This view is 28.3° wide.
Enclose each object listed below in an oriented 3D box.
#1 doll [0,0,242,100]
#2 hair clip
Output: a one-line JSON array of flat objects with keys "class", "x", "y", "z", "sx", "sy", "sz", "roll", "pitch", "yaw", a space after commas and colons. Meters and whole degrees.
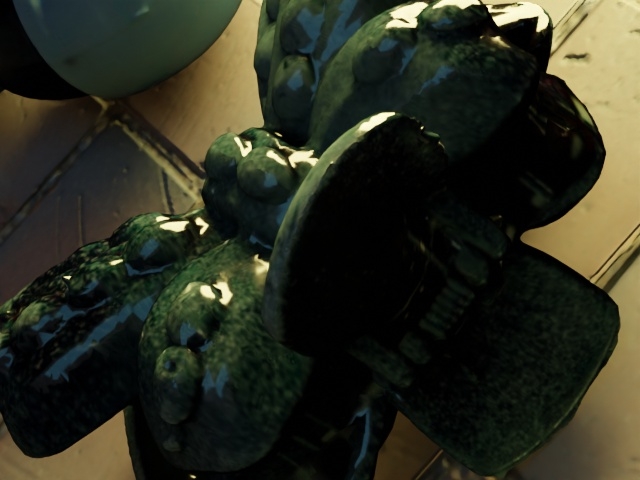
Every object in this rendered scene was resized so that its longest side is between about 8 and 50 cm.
[{"class": "doll", "x": -0.157, "y": -0.155, "z": 0.760, "sx": 0.314, "sy": 0.141, "sz": 0.177, "roll": -11, "pitch": 43, "yaw": 32}, {"class": "hair clip", "x": 0.005, "y": -0.001, "z": 0.565, "sx": 0.310, "sy": 0.194, "sz": 0.206, "roll": -54, "pitch": 39, "yaw": -2}]
